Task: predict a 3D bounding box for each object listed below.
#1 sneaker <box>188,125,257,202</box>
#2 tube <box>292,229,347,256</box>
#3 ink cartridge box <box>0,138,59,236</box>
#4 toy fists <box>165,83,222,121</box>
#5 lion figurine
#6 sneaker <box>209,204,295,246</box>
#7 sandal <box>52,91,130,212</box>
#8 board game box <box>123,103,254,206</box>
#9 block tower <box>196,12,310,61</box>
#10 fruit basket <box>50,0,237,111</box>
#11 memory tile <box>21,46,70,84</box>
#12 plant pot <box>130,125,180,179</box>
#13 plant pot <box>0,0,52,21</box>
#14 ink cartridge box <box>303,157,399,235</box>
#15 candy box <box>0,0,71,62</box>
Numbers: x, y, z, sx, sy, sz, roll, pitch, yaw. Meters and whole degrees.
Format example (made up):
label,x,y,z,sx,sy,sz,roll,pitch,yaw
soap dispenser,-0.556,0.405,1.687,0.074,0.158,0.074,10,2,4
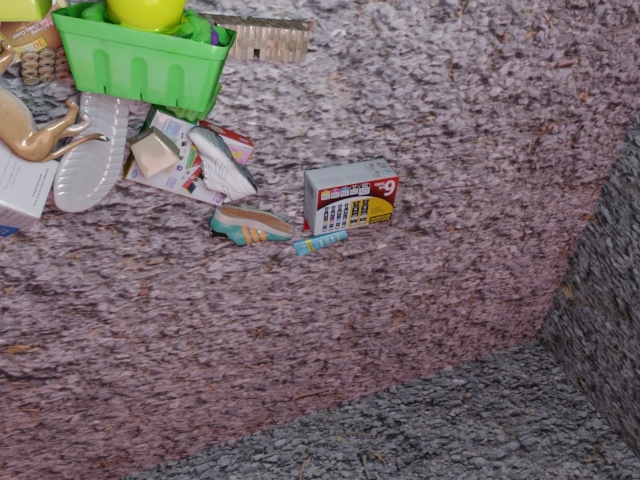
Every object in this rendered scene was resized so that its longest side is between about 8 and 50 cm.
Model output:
label,x,y,z,sx,sy,sz,roll,pitch,yaw
sneaker,-0.303,-0.211,1.543,0.129,0.111,0.297,-29,135,7
tube,0.000,0.000,2.017,0.207,0.052,0.080,-22,128,0
ink cartridge box,-0.893,-0.167,1.243,0.286,0.166,0.395,-13,151,43
toy fists,-0.406,-0.429,1.398,0.279,0.096,0.142,30,98,-40
lion figurine,-0.698,-0.280,1.161,0.240,0.142,0.392,-50,127,-7
sneaker,-0.242,-0.035,1.825,0.303,0.108,0.121,14,122,-26
sandal,-0.624,-0.272,1.432,0.169,0.102,0.416,8,113,-50
board game box,-0.395,-0.250,1.580,0.317,0.064,0.242,17,119,-36
block tower,-0.189,-0.544,1.404,0.336,0.097,0.090,-7,132,-23
fruit basket,-0.374,-0.496,1.146,0.393,0.282,0.391,-1,120,-2
memory tile,-0.660,-0.420,1.258,0.113,0.012,0.148,-20,178,-31
plant pot,-0.461,-0.249,1.434,0.109,0.109,0.096,-30,122,0
plant pot,-0.649,-0.535,0.971,0.227,0.228,0.207,-7,125,-18
ink cartridge box,0.103,-0.132,1.889,0.310,0.130,0.271,-12,134,-17
candy box,-0.679,-0.570,1.138,0.183,0.087,0.316,-21,134,-7
